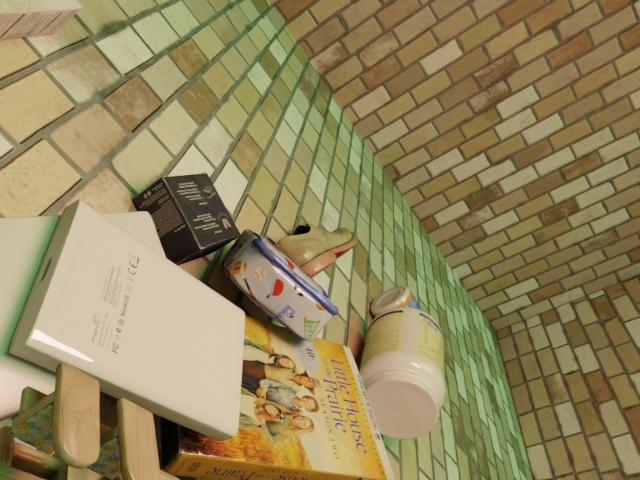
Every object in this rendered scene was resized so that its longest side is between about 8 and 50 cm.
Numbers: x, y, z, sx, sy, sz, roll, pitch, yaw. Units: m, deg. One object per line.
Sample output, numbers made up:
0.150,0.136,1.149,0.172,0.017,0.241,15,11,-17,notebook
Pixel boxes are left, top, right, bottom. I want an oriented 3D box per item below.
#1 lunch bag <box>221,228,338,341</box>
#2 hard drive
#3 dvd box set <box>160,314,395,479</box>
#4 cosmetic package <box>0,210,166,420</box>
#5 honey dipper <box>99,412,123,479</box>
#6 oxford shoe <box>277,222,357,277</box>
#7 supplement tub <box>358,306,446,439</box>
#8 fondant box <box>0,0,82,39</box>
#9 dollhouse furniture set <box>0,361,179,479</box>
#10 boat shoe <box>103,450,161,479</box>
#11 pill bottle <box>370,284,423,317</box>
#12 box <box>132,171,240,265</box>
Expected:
-0.084,0.089,1.098,0.243,0.115,0.303,40,-2,-13,lunch bag
-0.214,0.111,0.669,0.307,0.040,0.203,44,30,-40,hard drive
-0.077,0.275,0.921,0.421,0.062,0.307,24,30,-32,dvd box set
-0.353,0.092,0.636,0.217,0.156,0.385,66,22,3,cosmetic package
-0.266,0.280,0.667,0.161,0.030,0.030,39,7,35,honey dipper
0.000,0.000,1.520,0.146,0.140,0.397,55,20,1,oxford shoe
0.228,0.360,1.455,0.235,0.236,0.325,55,24,-15,supplement tub
-0.587,-0.452,0.844,0.238,0.096,0.330,55,22,-15,fondant box
-0.229,0.273,0.462,0.242,0.212,0.161,53,5,-41,dollhouse furniture set
-0.247,0.376,0.613,0.112,0.096,0.335,57,23,-12,boat shoe
0.300,0.302,1.782,0.272,0.152,0.152,57,23,-11,pill bottle
-0.267,-0.046,1.057,0.158,0.093,0.156,61,23,1,box
